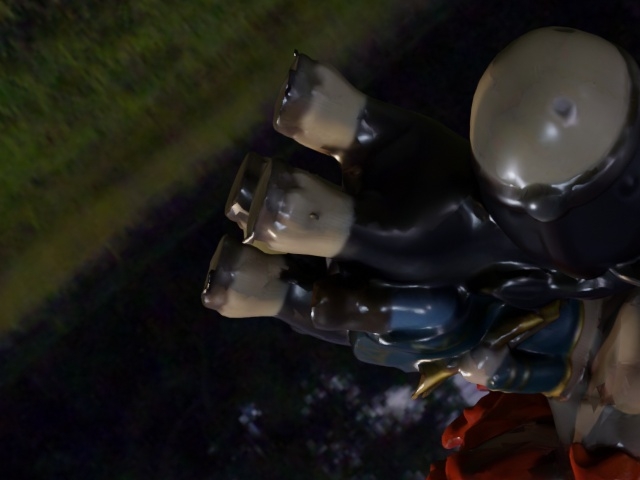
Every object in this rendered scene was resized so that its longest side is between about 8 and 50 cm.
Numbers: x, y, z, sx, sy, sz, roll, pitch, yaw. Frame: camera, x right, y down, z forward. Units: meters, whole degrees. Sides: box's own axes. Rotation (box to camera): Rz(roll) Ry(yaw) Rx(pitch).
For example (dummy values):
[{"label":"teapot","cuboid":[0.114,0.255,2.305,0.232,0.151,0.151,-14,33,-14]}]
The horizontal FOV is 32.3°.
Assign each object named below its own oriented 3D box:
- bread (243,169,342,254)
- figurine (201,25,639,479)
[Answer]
[{"label":"bread","cuboid":[0.000,0.000,1.334,0.134,0.148,0.141,-32,-141,-30]},{"label":"figurine","cuboid":[0.134,0.038,0.614,0.306,0.412,0.241,-30,-146,28]}]
